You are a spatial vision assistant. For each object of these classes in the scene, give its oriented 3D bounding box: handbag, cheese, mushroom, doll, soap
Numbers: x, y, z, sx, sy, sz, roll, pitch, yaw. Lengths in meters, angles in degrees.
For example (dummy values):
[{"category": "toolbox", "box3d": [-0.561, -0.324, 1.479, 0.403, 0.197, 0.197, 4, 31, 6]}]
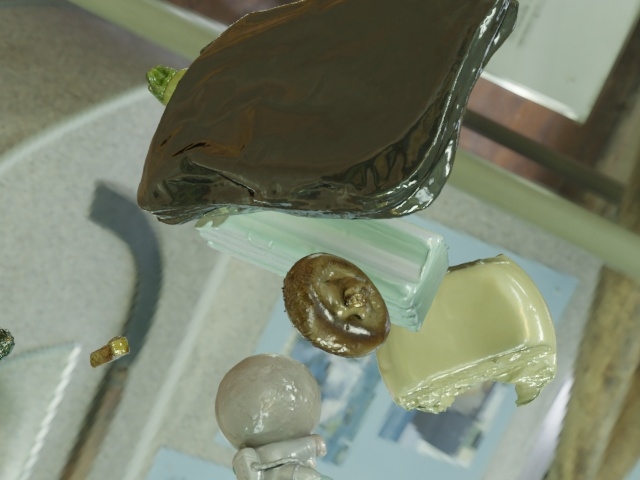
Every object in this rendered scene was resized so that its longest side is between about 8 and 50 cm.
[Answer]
[{"category": "handbag", "box3d": [-0.008, -0.097, 0.981, 0.075, 0.332, 0.191, 39, 65, -34]}, {"category": "cheese", "box3d": [0.213, 0.145, 2.013, 0.266, 0.233, 0.127, -18, 165, 11]}, {"category": "mushroom", "box3d": [0.015, 0.066, 1.349, 0.126, 0.109, 0.085, 35, 96, -22]}, {"category": "doll", "box3d": [-0.060, 0.290, 1.756, 0.151, 0.151, 0.287, 70, 11, -57]}, {"category": "soap", "box3d": [0.000, 0.000, 1.588, 0.095, 0.290, 0.173, -65, 166, -12]}]

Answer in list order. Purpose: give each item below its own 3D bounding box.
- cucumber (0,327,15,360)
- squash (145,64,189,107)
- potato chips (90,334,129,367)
[{"category": "cucumber", "box3d": [-0.488, 0.152, 1.791, 0.067, 0.245, 0.067, 32, 52, -53]}, {"category": "squash", "box3d": [-0.141, -0.193, 1.918, 0.137, 0.287, 0.137, -11, 109, -35]}, {"category": "potato chips", "box3d": [-0.242, 0.128, 1.580, 0.037, 0.026, 0.204, -25, 180, -18]}]
